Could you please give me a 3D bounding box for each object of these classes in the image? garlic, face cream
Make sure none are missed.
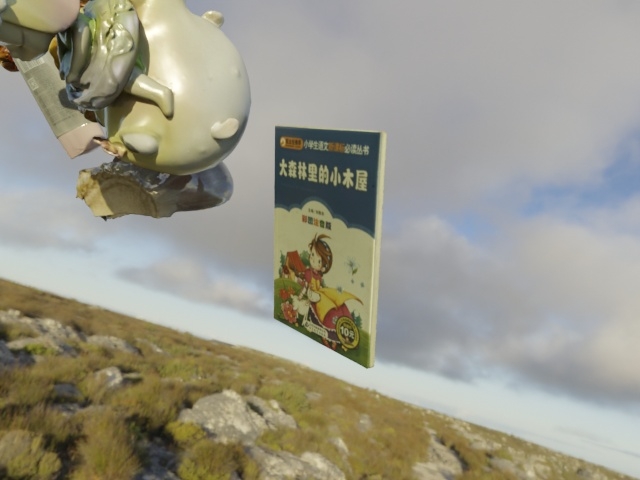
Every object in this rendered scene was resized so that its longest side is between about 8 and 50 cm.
[{"bbox_3d":[-0.298,-0.105,0.959,0.210,0.237,0.292,49,23,-3],"label":"garlic"},{"bbox_3d":[-0.593,-0.322,1.142,0.107,0.269,0.073,-20,17,16],"label":"face cream"}]

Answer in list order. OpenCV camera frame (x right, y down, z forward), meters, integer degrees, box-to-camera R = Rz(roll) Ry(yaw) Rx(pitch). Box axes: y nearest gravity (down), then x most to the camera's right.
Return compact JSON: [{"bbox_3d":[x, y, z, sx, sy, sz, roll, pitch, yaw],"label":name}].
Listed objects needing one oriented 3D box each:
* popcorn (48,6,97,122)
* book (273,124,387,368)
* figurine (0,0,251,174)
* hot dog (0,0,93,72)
[{"bbox_3d":[-0.416,-0.349,1.063,0.297,0.316,0.281,19,-50,-11],"label":"popcorn"},{"bbox_3d":[0.000,0.000,0.731,0.018,0.323,0.228,-12,19,-40],"label":"book"},{"bbox_3d":[-0.245,-0.241,0.578,0.226,0.275,0.394,30,8,42],"label":"figurine"},{"bbox_3d":[-0.634,-0.529,1.200,0.117,0.348,0.158,46,-15,34],"label":"hot dog"}]
